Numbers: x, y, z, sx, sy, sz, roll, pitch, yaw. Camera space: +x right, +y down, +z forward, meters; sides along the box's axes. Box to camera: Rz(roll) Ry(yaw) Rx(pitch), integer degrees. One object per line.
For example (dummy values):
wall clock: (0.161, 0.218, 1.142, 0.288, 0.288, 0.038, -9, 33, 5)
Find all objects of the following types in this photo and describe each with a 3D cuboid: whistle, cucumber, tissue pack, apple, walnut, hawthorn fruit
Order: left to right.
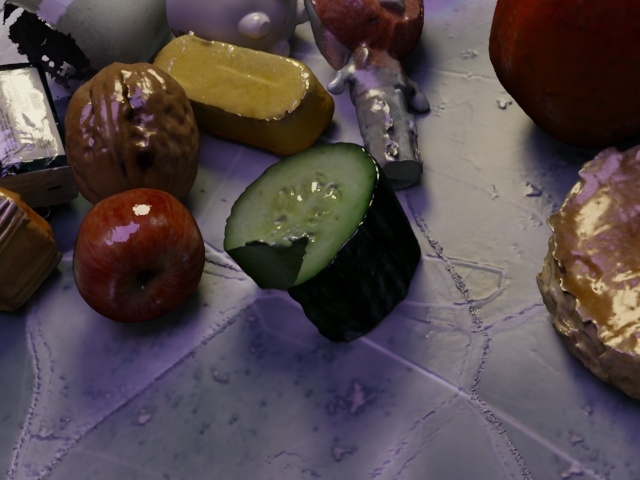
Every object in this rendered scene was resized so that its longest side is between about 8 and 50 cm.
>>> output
tissue pack: (-0.363, -0.127, 1.564, 0.103, 0.090, 0.170, -12, 60, -19)
walnut: (-0.221, -0.122, 1.499, 0.155, 0.155, 0.184, -13, 83, 10)
apple: (-0.197, 0.013, 1.404, 0.146, 0.146, 0.131, -25, 39, 0)
cucumber: (0.004, -0.008, 1.353, 0.191, 0.130, 0.191, -14, 45, 15)
whistle: (0.062, -0.217, 1.505, 0.134, 0.142, 0.346, -31, 51, 29)
hawthorn fruit: (0.291, -0.255, 1.326, 0.254, 0.300, 0.254, -10, 47, 11)

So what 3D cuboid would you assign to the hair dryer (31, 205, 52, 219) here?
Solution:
hair dryer: (-0.425, -0.066, 1.612, 0.167, 0.067, 0.199, -17, 58, -2)

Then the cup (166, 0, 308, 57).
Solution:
cup: (-0.086, -0.289, 1.635, 0.142, 0.173, 0.134, 22, 94, 32)

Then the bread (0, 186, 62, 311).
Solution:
bread: (-0.447, -0.011, 1.510, 0.288, 0.152, 0.119, 12, 63, 29)

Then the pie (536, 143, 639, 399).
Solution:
pie: (0.372, 0.014, 1.219, 0.339, 0.083, 0.339, -9, 51, 11)

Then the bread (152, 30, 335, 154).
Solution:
bread: (-0.095, -0.174, 1.550, 0.245, 0.094, 0.102, 18, 70, 32)

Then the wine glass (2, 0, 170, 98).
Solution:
wine glass: (-0.249, -0.340, 1.682, 0.190, 0.190, 0.357, 24, 65, 34)
